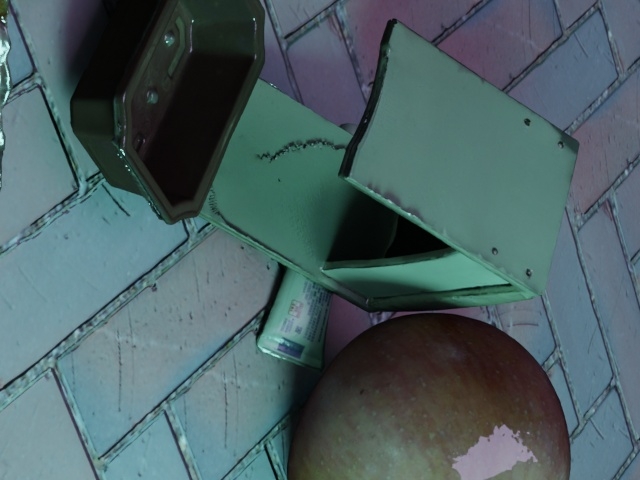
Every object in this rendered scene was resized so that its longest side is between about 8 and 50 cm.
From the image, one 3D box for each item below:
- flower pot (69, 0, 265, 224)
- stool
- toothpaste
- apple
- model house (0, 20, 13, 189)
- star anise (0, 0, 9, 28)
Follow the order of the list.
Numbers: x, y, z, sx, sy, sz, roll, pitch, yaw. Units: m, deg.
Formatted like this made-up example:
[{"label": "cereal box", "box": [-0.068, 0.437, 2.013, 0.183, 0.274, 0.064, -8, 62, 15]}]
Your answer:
[{"label": "flower pot", "box": [-0.144, -0.149, 1.712, 0.250, 0.084, 0.179, -68, 150, -28]}, {"label": "stool", "box": [0.062, -0.060, 1.816, 0.270, 0.244, 0.170, 30, 66, -34]}, {"label": "toothpaste", "box": [0.001, 0.001, 1.944, 0.069, 0.047, 0.268, 39, 58, -47]}, {"label": "apple", "box": [0.110, 0.227, 1.879, 0.306, 0.235, 0.305, -20, 131, -25]}, {"label": "model house", "box": [-0.371, -0.093, 1.353, 0.237, 0.202, 0.237, -17, 140, -30]}, {"label": "star anise", "box": [-0.296, -0.233, 1.547, 0.182, 0.065, 0.195, 55, 42, -42]}]
